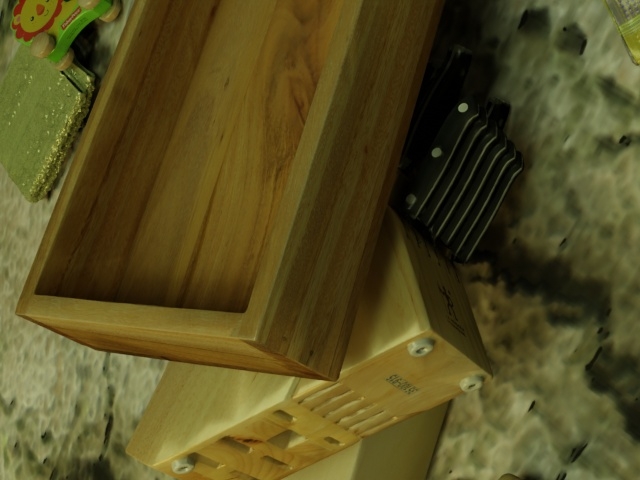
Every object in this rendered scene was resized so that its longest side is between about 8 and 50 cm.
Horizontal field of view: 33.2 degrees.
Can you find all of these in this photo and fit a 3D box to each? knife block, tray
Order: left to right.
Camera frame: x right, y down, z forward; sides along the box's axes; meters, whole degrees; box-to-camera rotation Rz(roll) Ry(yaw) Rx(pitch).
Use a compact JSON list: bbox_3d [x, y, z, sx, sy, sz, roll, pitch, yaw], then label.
[{"bbox_3d":[-0.028,-0.128,0.648,0.203,0.076,0.410,1,68,41],"label":"tray"},{"bbox_3d":[0.000,0.000,0.672,0.276,0.088,0.242,-29,52,18],"label":"knife block"}]

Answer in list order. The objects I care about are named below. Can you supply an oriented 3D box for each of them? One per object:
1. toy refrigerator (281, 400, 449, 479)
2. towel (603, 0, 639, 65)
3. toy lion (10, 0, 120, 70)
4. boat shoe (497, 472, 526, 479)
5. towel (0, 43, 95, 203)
[{"bbox_3d":[0.000,0.198,0.758,0.102,0.094,0.269,28,110,40],"label":"toy refrigerator"},{"bbox_3d":[0.200,-0.141,0.603,0.083,0.009,0.060,-28,75,40],"label":"towel"},{"bbox_3d":[-0.233,-0.207,0.953,0.100,0.034,0.096,-41,55,16],"label":"toy lion"},{"bbox_3d":[0.108,0.240,0.692,0.072,0.068,0.189,33,105,48],"label":"boat shoe"},{"bbox_3d":[-0.264,-0.118,1.003,0.110,0.027,0.148,47,120,27],"label":"towel"}]
